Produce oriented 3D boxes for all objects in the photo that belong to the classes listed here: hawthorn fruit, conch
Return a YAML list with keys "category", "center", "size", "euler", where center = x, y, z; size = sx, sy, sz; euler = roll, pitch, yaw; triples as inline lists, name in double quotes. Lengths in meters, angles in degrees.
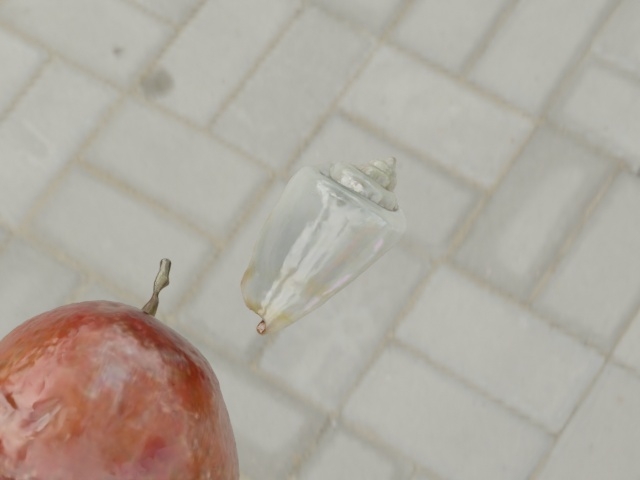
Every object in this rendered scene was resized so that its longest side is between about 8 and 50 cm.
- category: "hawthorn fruit"
  center: [-0.172, 0.137, 1.412]
  size: [0.242, 0.242, 0.272]
  euler: [9, 70, 7]
- category: "conch"
  center: [0.002, -0.002, 1.432]
  size: [0.104, 0.094, 0.176]
  euler: [37, 106, 2]
